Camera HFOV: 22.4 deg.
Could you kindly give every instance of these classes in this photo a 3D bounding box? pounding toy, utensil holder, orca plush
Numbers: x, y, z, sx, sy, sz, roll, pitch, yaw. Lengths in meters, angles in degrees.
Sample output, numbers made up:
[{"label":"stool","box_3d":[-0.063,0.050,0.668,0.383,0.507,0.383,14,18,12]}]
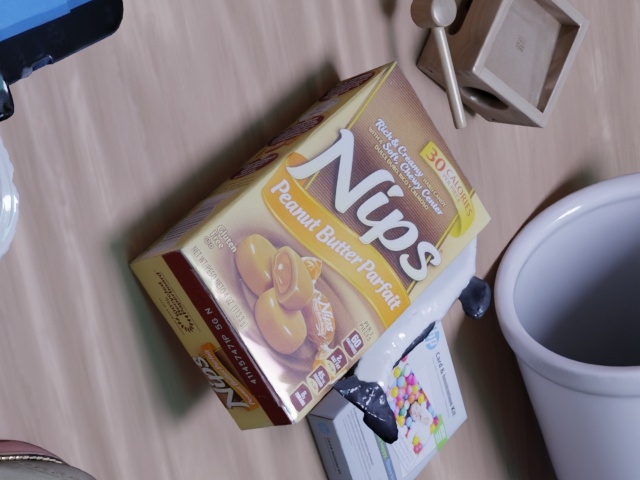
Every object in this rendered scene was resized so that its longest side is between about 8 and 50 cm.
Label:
[{"label":"pounding toy","box_3d":[0.147,-0.193,1.622,0.206,0.094,0.181,32,78,-39]},{"label":"utensil holder","box_3d":[0.393,0.170,1.816,0.327,0.327,0.385,-48,134,-33]},{"label":"orca plush","box_3d":[0.080,0.078,1.578,0.102,0.151,0.287,113,-10,-51]}]

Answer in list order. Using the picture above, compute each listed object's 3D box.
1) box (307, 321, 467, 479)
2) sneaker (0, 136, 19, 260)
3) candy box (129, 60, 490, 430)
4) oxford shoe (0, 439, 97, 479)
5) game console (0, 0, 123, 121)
[{"label":"box","box_3d":[0.072,0.179,1.643,0.186,0.038,0.145,-43,129,-38]},{"label":"sneaker","box_3d":[-0.283,0.009,1.137,0.115,0.090,0.232,0,96,-46]},{"label":"candy box","box_3d":[0.000,0.000,1.439,0.316,0.087,0.183,-43,109,-36]},{"label":"oxford shoe","box_3d":[-0.289,0.217,1.123,0.397,0.146,0.140,-10,106,-49]},{"label":"game console","box_3d":[-0.219,-0.247,1.066,0.173,0.250,0.293,-25,107,-17]}]
